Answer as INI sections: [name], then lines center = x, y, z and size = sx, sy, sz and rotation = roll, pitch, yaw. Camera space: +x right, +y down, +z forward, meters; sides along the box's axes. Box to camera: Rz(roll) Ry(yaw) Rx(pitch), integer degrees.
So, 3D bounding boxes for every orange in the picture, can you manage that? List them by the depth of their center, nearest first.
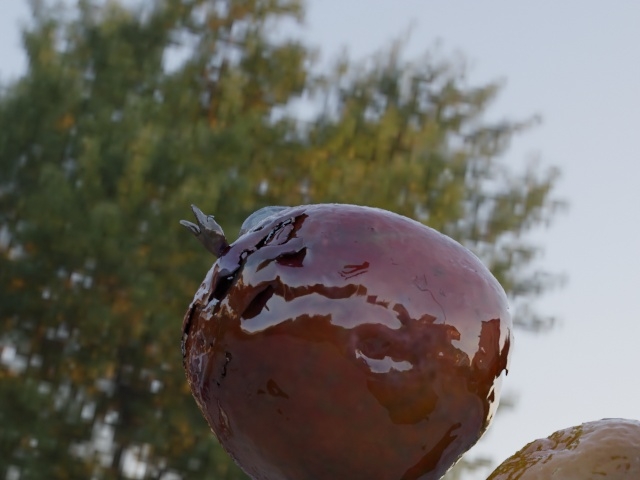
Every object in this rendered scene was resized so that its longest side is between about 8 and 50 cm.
[orange]
center = 0.181, 0.199, 1.024
size = 0.178, 0.155, 0.177
rotation = -11, 1, 0

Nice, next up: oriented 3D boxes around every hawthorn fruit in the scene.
[hawthorn fruit]
center = -0.004, 0.077, 1.311
size = 0.307, 0.276, 0.276
rotation = 37, -29, -21

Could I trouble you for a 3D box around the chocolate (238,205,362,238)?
[chocolate]
center = 0.000, 0.000, 1.569
size = 0.167, 0.072, 0.072
rotation = -1, -18, -10
